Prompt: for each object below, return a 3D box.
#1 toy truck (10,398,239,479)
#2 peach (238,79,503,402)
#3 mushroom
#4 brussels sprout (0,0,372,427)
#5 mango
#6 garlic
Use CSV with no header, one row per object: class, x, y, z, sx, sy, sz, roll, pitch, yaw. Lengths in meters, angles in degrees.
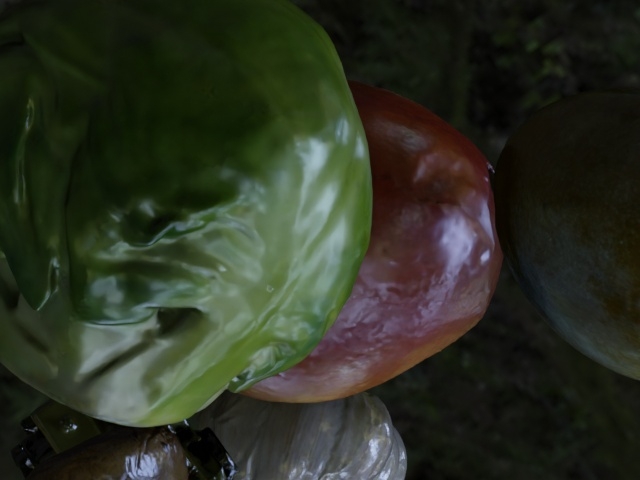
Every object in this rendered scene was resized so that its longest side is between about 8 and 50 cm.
toy truck,-0.097,0.202,1.221,0.127,0.257,0.127,-33,176,-10
peach,0.000,0.000,1.298,0.281,0.281,0.238,-33,-136,38
mushroom,-0.129,0.161,1.088,0.123,0.052,0.123,-26,147,-18
brussels sprout,-0.072,-0.027,0.852,0.223,0.223,0.161,-33,180,27
mango,0.207,0.010,1.010,0.146,0.193,0.316,-40,-152,-7
garlic,-0.022,0.216,1.826,0.228,0.228,0.152,152,-49,-66
